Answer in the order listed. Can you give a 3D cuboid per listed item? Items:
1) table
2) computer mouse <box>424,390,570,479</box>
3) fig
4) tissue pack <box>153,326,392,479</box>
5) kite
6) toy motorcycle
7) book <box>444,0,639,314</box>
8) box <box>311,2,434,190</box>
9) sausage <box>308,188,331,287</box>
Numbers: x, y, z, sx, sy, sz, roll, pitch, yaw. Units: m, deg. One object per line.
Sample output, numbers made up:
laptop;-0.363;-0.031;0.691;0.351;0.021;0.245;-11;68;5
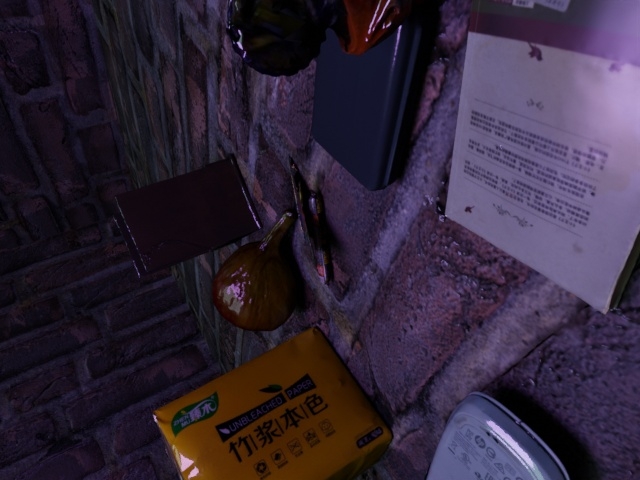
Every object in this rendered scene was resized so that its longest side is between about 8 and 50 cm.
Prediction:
table;-0.335;-0.052;1.179;0.251;0.282;0.196;-16;97;65
computer mouse;0.221;0.316;0.605;0.159;0.097;0.288;43;134;45
fig;-0.111;0.054;1.036;0.191;0.191;0.290;39;106;46
tissue pack;-0.099;0.403;0.973;0.293;0.382;0.228;51;152;30
kite;-0.028;-0.039;0.850;0.183;0.014;0.241;87;171;-59
toy motorcycle;0.047;-0.323;0.357;0.134;0.207;0.400;-129;44;-58
book;0.192;-0.099;0.399;0.201;0.026;0.289;42;145;44
box;0.051;-0.187;0.577;0.160;0.050;0.230;49;149;35
sausage;0.000;0.000;0.861;0.028;0.025;0.198;-138;35;-57
